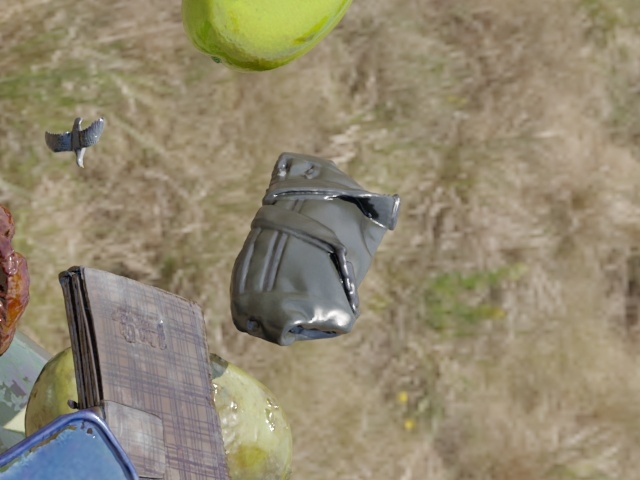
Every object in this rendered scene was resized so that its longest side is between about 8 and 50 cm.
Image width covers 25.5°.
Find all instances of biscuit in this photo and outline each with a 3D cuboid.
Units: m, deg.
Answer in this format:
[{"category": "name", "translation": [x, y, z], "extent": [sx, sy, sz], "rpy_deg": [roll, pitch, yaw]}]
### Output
[{"category": "biscuit", "translation": [-0.373, 0.039, 1.471], "extent": [0.049, 0.192, 0.192], "rpy_deg": [-1, 87, -51]}]

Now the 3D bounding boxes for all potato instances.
[{"category": "potato", "translation": [-0.158, 0.201, 1.413], "extent": [0.307, 0.210, 0.173], "rpy_deg": [32, 39, -41]}]

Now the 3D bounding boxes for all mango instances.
[{"category": "mango", "translation": [-0.041, -0.210, 1.222], "extent": [0.089, 0.163, 0.117], "rpy_deg": [-125, -163, -83]}]

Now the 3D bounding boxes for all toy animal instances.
[{"category": "toy animal", "translation": [-0.254, -0.101, 1.488], "extent": [0.028, 0.084, 0.050], "rpy_deg": [-45, 118, -51]}]

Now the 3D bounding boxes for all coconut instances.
[{"category": "coconut", "translation": [-0.392, 0.206, 1.660], "extent": [0.236, 0.204, 0.236], "rpy_deg": [35, 34, -28]}]

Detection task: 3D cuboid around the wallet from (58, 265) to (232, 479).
[{"category": "wallet", "translation": [-0.099, 0.131, 0.850], "extent": [0.124, 0.042, 0.230], "rpy_deg": [25, 49, -51]}]

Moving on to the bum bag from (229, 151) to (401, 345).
[{"category": "bum bag", "translation": [0.000, 0.000, 1.392], "extent": [0.326, 0.142, 0.080], "rpy_deg": [-72, -178, -56]}]

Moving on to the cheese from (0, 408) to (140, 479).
[{"category": "cheese", "translation": [-0.052, 0.176, 0.518], "extent": [0.155, 0.062, 0.244], "rpy_deg": [-34, 105, -11]}]
